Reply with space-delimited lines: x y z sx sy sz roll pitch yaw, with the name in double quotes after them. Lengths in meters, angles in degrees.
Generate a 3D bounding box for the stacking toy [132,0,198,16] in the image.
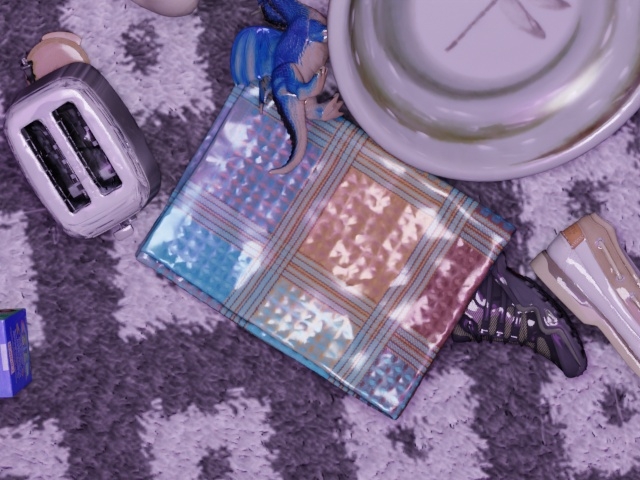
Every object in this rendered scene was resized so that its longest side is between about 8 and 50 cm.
-0.052 -0.489 1.607 0.479 0.350 0.351 -29 93 -12 "stacking toy"

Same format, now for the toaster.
-0.273 -0.107 1.673 0.129 0.146 0.227 -28 103 2 "toaster"

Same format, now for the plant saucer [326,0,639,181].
0.197 -0.259 1.632 0.400 0.100 0.401 -5 121 -8 "plant saucer"

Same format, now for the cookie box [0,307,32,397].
-0.369 0.130 1.725 0.040 0.107 0.092 -5 94 1 "cookie box"

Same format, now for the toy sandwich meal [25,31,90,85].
-0.308 -0.203 1.740 0.085 0.029 0.086 -1 102 -4 "toy sandwich meal"

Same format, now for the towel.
0.000 0.000 1.708 0.370 0.040 0.271 32 94 10 "towel"

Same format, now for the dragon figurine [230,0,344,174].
-0.045 -0.192 1.656 0.144 0.085 0.289 7 70 25 "dragon figurine"

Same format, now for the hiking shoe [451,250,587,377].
0.210 0.089 1.731 0.114 0.086 0.227 -45 82 10 "hiking shoe"

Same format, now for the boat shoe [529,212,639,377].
0.383 0.098 1.706 0.302 0.113 0.103 44 99 -1 "boat shoe"
